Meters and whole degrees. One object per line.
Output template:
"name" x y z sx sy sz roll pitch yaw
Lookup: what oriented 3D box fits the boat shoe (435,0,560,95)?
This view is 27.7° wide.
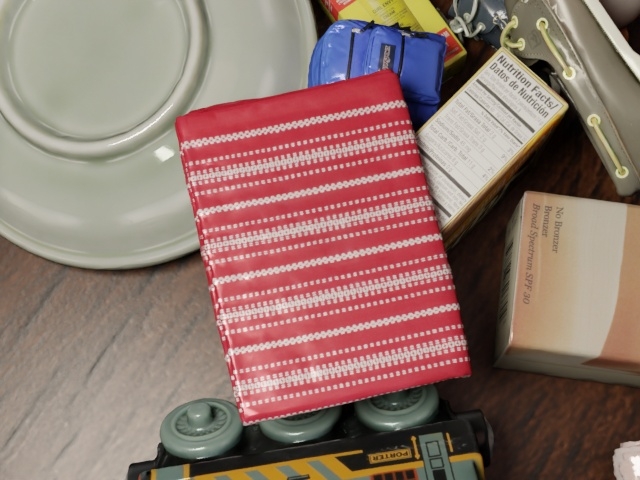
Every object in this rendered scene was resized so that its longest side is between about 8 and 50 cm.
"boat shoe" 0.155 -0.242 1.288 0.079 0.095 0.254 -25 81 -6

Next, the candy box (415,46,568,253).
"candy box" 0.079 -0.015 1.191 0.087 0.183 0.316 43 81 8

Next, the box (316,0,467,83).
"box" 0.046 -0.248 1.308 0.087 0.058 0.232 -33 80 -5

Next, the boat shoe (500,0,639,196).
"boat shoe" 0.220 -0.179 1.178 0.091 0.109 0.305 -38 82 6

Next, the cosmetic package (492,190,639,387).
"cosmetic package" 0.318 0.057 1.201 0.296 0.129 0.153 6 76 1

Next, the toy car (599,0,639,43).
"toy car" 0.257 -0.293 1.276 0.210 0.219 0.238 16 106 4

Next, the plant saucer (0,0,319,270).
"plant saucer" -0.204 -0.175 1.241 0.400 0.100 0.400 -2 80 10

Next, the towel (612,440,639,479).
"towel" 0.435 0.332 1.147 0.317 0.053 0.332 -5 76 -3

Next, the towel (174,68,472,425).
"towel" 0.000 0.000 1.079 0.198 0.031 0.275 -12 77 -3

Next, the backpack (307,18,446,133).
"backpack" 0.052 -0.159 1.204 0.120 0.101 0.098 9 76 -10

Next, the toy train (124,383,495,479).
"toy train" -0.006 0.220 1.122 0.334 0.190 0.142 -8 120 -1
